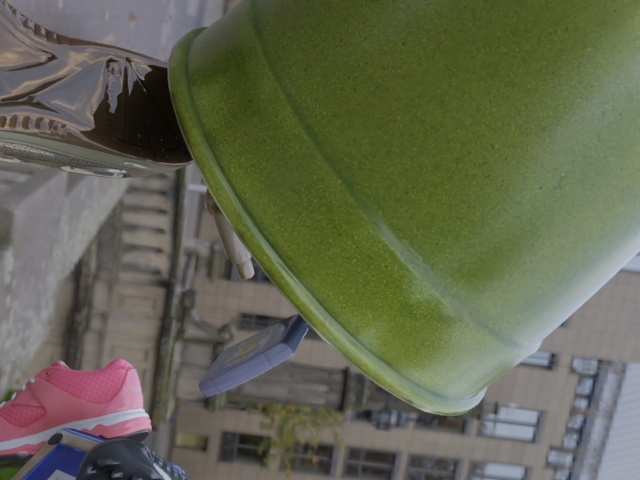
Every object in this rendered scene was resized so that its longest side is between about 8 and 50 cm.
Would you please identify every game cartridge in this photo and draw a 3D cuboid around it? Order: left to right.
[{"bbox_3d":[-0.050,0.085,0.632,0.017,0.083,0.056,55,24,-14],"label":"game cartridge"}]

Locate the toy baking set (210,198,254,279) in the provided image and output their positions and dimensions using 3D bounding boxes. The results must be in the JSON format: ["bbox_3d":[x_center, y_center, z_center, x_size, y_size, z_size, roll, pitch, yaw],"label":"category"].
[{"bbox_3d":[-0.007,-0.001,0.869,0.256,0.197,0.030,87,6,-52],"label":"toy baking set"}]

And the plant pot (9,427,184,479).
[{"bbox_3d":[-0.264,0.363,0.995,0.236,0.236,0.212,-48,133,-38],"label":"plant pot"}]

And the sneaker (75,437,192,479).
[{"bbox_3d":[-0.062,0.205,0.535,0.078,0.234,0.106,-36,-168,11],"label":"sneaker"}]

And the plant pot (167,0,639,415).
[{"bbox_3d":[0.146,-0.120,0.629,0.353,0.366,0.366,-37,-155,21],"label":"plant pot"}]

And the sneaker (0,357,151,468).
[{"bbox_3d":[-0.401,0.248,1.250,0.116,0.314,0.136,76,4,-70],"label":"sneaker"}]

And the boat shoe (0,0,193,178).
[{"bbox_3d":[-0.253,-0.113,0.646,0.110,0.341,0.121,-20,-122,49],"label":"boat shoe"}]

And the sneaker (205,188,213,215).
[{"bbox_3d":[-0.112,-0.068,0.971,0.037,0.032,0.083,-110,-155,-85],"label":"sneaker"}]
